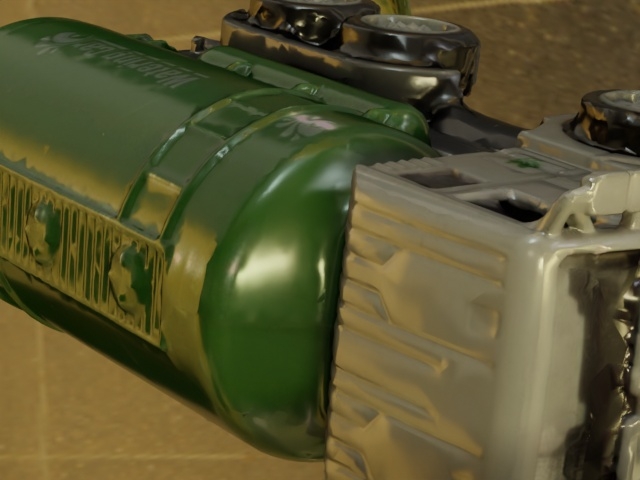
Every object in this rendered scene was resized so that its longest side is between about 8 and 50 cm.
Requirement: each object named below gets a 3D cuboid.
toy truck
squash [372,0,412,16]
[{"bbox_3d":[0.000,0.000,0.455,0.242,0.125,0.101,23,112,48],"label":"toy truck"},{"bbox_3d":[-0.081,-0.218,0.894,0.288,0.203,0.111,68,151,29],"label":"squash"}]
